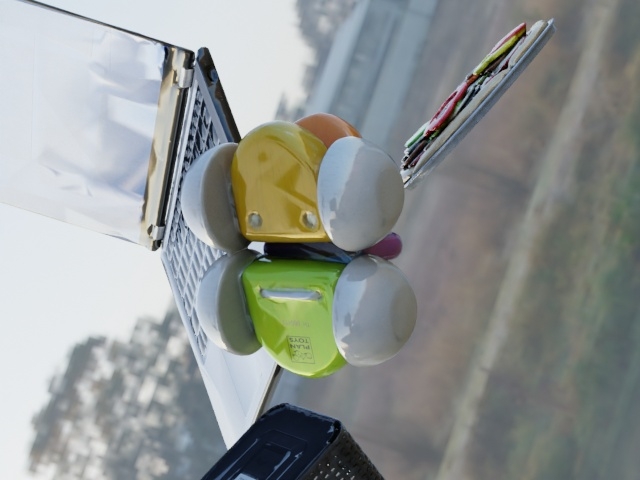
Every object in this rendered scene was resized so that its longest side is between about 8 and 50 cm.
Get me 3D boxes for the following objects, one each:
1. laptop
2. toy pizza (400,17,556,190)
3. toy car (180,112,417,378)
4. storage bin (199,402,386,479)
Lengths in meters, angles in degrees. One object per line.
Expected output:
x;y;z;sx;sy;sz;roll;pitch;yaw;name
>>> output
-0.214;-0.006;1.470;0.382;0.236;0.407;110;142;-62;laptop
0.132;-0.125;1.409;0.201;0.032;0.201;-49;1;1;toy pizza
0.000;0.000;1.109;0.136;0.159;0.182;-26;-68;-55;toy car
-0.044;0.233;1.337;0.180;0.084;0.122;-45;25;-20;storage bin
